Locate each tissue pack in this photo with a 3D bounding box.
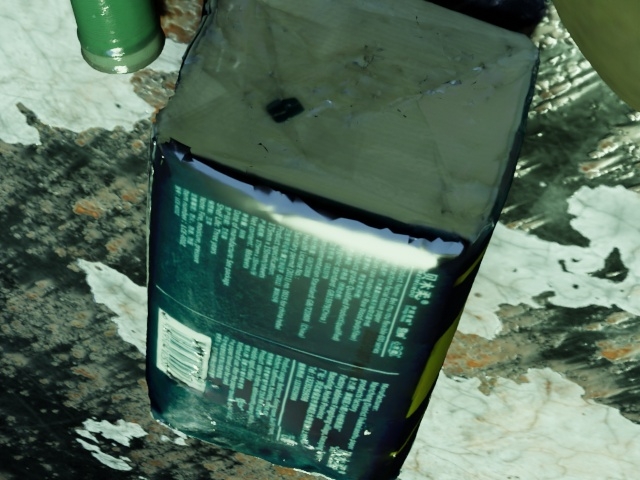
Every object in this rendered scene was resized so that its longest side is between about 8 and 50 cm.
[{"bbox_3d":[0.000,0.000,1.058,0.264,0.253,0.417,17,146,5],"label":"tissue pack"}]

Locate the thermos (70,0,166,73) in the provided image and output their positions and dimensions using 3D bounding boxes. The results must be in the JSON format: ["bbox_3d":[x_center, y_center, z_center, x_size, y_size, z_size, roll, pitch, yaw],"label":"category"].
[{"bbox_3d":[-0.171,-0.223,1.006,0.083,0.073,0.188,13,145,15],"label":"thermos"}]

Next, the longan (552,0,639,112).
[{"bbox_3d":[0.263,-0.189,0.637,0.288,0.288,0.350,24,143,-3],"label":"longan"}]
